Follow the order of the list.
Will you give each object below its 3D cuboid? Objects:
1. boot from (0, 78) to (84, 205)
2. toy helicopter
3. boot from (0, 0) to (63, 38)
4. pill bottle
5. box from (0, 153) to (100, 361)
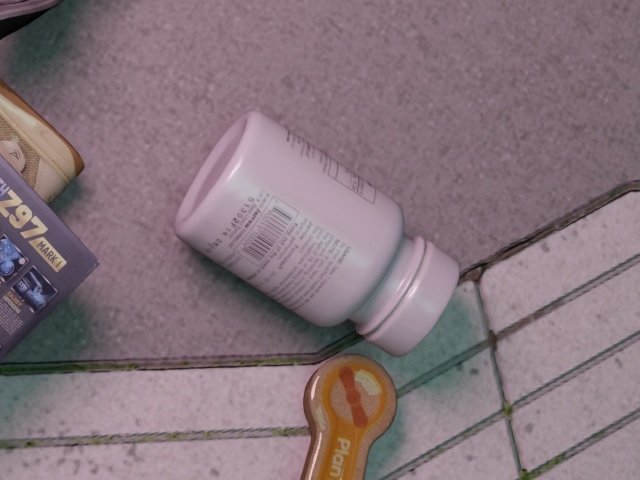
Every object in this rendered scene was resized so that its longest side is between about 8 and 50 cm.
[{"bbox_3d":[-0.354,-0.073,1.650,0.262,0.095,0.203,42,81,-19],"label":"boot"},{"bbox_3d":[0.012,0.275,1.738,0.235,0.140,0.355,16,74,-8],"label":"toy helicopter"},{"bbox_3d":[-0.278,-0.291,1.632,0.229,0.091,0.263,57,36,-12],"label":"boot"},{"bbox_3d":[0.000,0.000,1.726,0.229,0.131,0.131,33,82,-13],"label":"pill bottle"},{"bbox_3d":[-0.319,-0.003,1.587,0.183,0.059,0.233,-46,112,-11],"label":"box"}]
